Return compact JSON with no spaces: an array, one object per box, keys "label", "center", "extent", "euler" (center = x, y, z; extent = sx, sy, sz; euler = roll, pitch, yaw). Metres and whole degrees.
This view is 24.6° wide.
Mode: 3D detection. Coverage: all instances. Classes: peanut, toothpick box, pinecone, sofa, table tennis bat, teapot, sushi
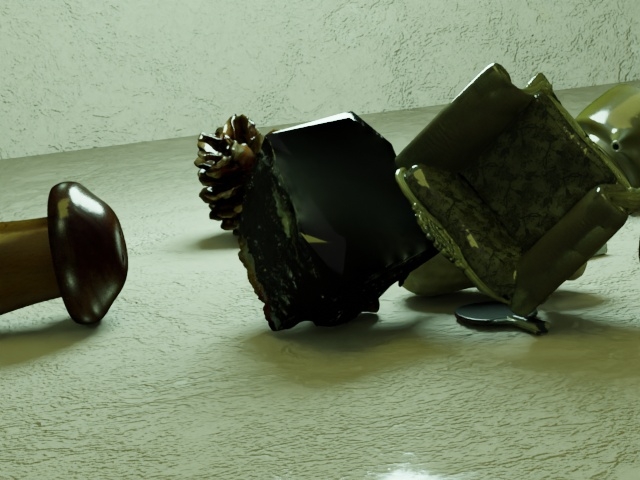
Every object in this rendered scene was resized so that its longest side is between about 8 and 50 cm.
[{"label":"peanut","center":[0.215,0.011,1.908],"extent":[0.257,0.123,0.123],"euler":[-4,12,17]},{"label":"toothpick box","center":[-0.404,0.033,1.953],"extent":[0.294,0.192,0.192],"euler":[-12,12,3]},{"label":"pinecone","center":[-0.110,-0.106,2.402],"extent":[0.184,0.204,0.179],"euler":[-32,21,-30]},{"label":"sofa","center":[0.233,-0.065,1.747],"extent":[0.200,0.258,0.182],"euler":[-44,-22,21]},{"label":"table tennis bat","center":[0.225,0.092,1.781],"extent":[0.095,0.014,0.158],"euler":[-7,11,-24]},{"label":"teapot","center":[0.470,-0.127,2.366],"extent":[0.175,0.185,0.267],"euler":[-38,-13,-12]},{"label":"sushi","center":[-0.001,-0.001,1.842],"extent":[0.215,0.212,0.227],"euler":[-19,60,-42]}]

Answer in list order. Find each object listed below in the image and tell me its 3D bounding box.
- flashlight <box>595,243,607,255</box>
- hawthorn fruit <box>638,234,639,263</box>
[{"label":"flashlight","center":[0.364,0.016,2.060],"extent":[0.083,0.018,0.018],"euler":[-12,15,-26]},{"label":"hawthorn fruit","center":[0.457,0.008,1.717],"extent":[0.173,0.173,0.173],"euler":[-5,12,1]}]
